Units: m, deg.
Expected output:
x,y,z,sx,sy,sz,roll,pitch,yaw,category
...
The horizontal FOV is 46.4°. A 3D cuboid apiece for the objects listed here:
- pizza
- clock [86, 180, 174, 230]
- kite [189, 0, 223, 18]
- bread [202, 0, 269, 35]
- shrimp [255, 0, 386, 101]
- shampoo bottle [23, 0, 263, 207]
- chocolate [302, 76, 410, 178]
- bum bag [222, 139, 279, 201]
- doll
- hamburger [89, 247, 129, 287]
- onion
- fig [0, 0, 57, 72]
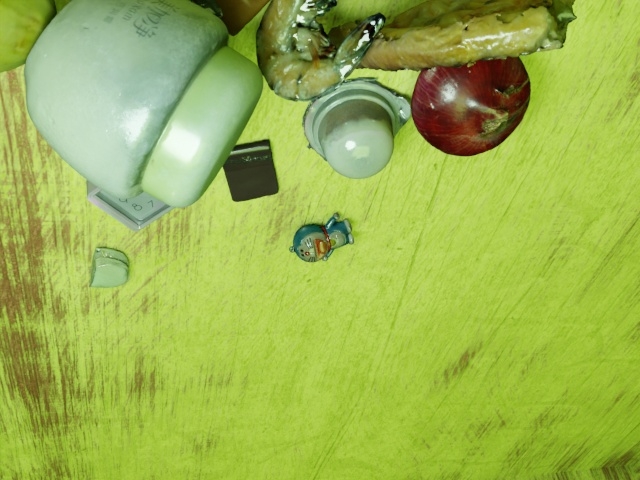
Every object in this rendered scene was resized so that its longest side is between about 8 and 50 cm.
x,y,z,sx,sy,sz,roll,pitch,yaw,category
0.234,-0.341,1.159,0.435,0.392,0.080,-21,116,3,pizza
-0.346,-0.115,1.490,0.197,0.063,0.150,-29,137,18,clock
-0.255,-0.425,1.154,0.141,0.015,0.245,-1,142,29,kite
-0.100,-0.433,1.198,0.226,0.049,0.088,-37,133,26,bread
0.032,-0.370,1.179,0.365,0.233,0.071,-40,153,27,shrimp
-0.274,-0.226,1.165,0.317,0.322,0.322,29,130,-3,shampoo bottle
0.080,-0.195,1.453,0.222,0.147,0.221,-10,138,-10,chocolate
-0.146,-0.139,1.547,0.109,0.026,0.159,-13,140,-2,bum bag
0.000,0.000,1.708,0.152,0.085,0.114,-16,118,-12,doll
-0.471,0.068,1.680,0.084,0.054,0.121,4,140,-26,hamburger
0.287,-0.266,1.433,0.248,0.161,0.248,7,134,7,onion
-0.503,-0.343,1.063,0.239,0.239,0.271,-34,153,23,fig
